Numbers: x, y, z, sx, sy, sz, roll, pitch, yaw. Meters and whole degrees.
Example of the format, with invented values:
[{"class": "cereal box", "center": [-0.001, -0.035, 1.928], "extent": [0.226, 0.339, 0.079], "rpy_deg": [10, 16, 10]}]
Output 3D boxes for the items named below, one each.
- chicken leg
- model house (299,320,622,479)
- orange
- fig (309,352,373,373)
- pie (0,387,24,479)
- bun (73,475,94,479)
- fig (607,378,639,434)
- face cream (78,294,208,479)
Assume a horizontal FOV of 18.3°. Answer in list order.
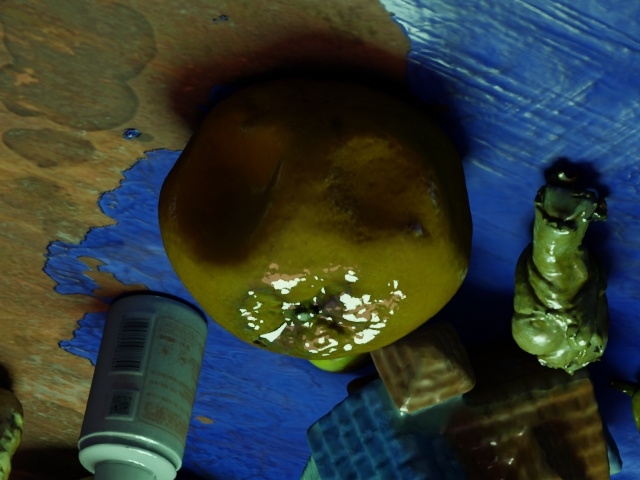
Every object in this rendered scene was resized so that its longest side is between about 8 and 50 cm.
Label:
[{"class": "chicken leg", "center": [0.200, 0.034, 1.637], "extent": [0.088, 0.103, 0.227], "rpy_deg": [19, 150, 16]}, {"class": "model house", "center": [0.141, 0.205, 1.776], "extent": [0.295, 0.251, 0.329], "rpy_deg": [-13, 150, -13]}, {"class": "orange", "center": [0.000, 0.000, 1.550], "extent": [0.249, 0.183, 0.249], "rpy_deg": [9, 150, 5]}, {"class": "fig", "center": [0.047, 0.069, 1.756], "extent": [0.166, 0.093, 0.093], "rpy_deg": [-13, 144, 38]}, {"class": "pie", "center": [-0.392, 0.306, 2.084], "extent": [0.083, 0.339, 0.339], "rpy_deg": [20, 150, -9]}, {"class": "bun", "center": [-0.211, 0.391, 2.303], "extent": [0.364, 0.202, 0.364], "rpy_deg": [8, 144, 6]}, {"class": "fig", "center": [0.322, 0.157, 1.861], "extent": [0.084, 0.082, 0.098], "rpy_deg": [8, -165, -26]}, {"class": "face cream", "center": [-0.174, 0.181, 1.857], "extent": [0.101, 0.251, 0.101], "rpy_deg": [7, 151, 4]}]
